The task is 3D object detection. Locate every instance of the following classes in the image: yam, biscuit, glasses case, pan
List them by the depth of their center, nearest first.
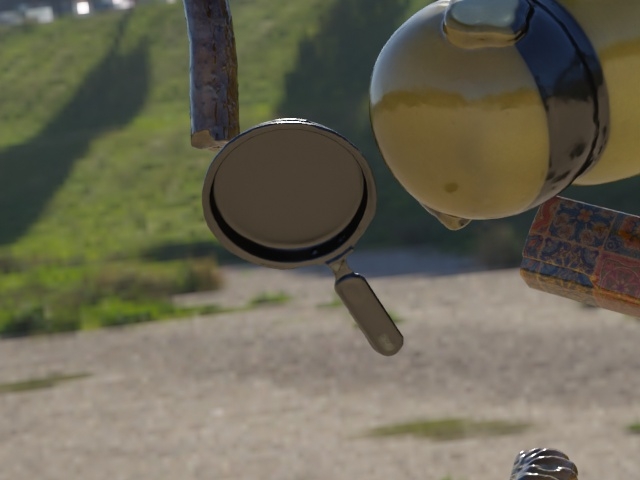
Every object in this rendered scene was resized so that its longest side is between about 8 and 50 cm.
[{"bbox_3d":[0.000,0.000,1.496,0.136,0.235,0.028,-26,28,15],"label":"pan"},{"bbox_3d":[0.272,0.025,1.521,0.218,0.075,0.049,16,-16,28],"label":"glasses case"},{"bbox_3d":[-0.101,-0.239,1.653,0.045,0.326,0.045,0,-13,-22],"label":"yam"},{"bbox_3d":[0.268,0.313,2.414,0.118,0.061,0.183,-29,12,29],"label":"biscuit"}]

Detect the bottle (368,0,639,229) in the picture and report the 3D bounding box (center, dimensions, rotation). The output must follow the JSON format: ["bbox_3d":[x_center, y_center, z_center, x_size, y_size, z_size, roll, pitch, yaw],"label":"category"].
[{"bbox_3d":[0.186,-0.121,1.222,0.351,0.171,0.171,-25,13,-34],"label":"bottle"}]
